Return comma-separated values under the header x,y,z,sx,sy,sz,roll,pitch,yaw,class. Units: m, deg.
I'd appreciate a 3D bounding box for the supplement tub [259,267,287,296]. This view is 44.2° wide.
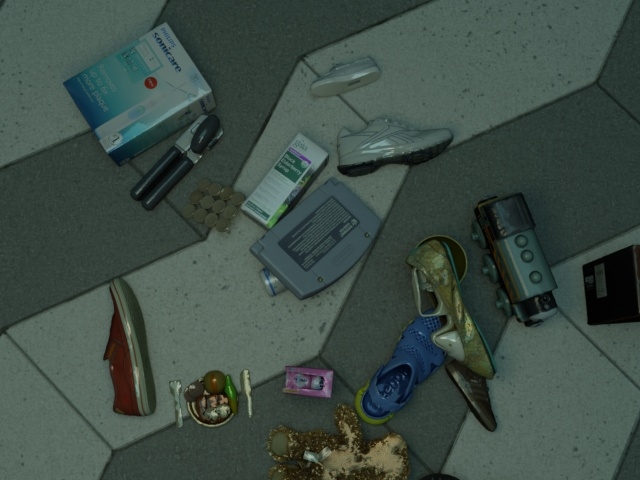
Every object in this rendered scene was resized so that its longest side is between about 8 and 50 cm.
x,y,z,sx,sy,sz,roll,pitch,yaw,class
-0.087,0.084,1.898,0.107,0.071,0.071,-25,82,-5,supplement tub

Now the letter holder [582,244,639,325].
x,y,z,sx,sy,sz,roll,pitch,yaw,class
0.757,0.104,1.791,0.215,0.302,0.151,-2,80,-2,letter holder

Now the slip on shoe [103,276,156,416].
x,y,z,sx,sy,sz,roll,pitch,yaw,class
-0.462,0.250,1.844,0.101,0.123,0.331,-10,85,1,slip on shoe

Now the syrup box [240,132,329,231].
x,y,z,sx,sy,sz,roll,pitch,yaw,class
-0.085,-0.138,1.923,0.093,0.096,0.236,36,83,5,syrup box

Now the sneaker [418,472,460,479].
x,y,z,sx,sy,sz,roll,pitch,yaw,class
0.355,0.614,1.798,0.286,0.130,0.109,14,73,24,sneaker

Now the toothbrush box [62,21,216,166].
x,y,z,sx,sy,sz,roll,pitch,yaw,class
-0.438,-0.357,1.940,0.296,0.126,0.216,-32,82,-7,toothbrush box

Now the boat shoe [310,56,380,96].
x,y,z,sx,sy,sz,roll,pitch,yaw,class
0.057,-0.418,1.992,0.184,0.066,0.063,-20,67,-2,boat shoe

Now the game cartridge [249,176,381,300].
x,y,z,sx,sy,sz,roll,pitch,yaw,class
0.000,0.000,1.878,0.198,0.062,0.297,47,61,3,game cartridge

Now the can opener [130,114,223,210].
x,y,z,sx,sy,sz,roll,pitch,yaw,class
-0.353,-0.200,1.929,0.076,0.095,0.283,41,82,6,can opener

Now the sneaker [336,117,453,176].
x,y,z,sx,sy,sz,roll,pitch,yaw,class
0.179,-0.248,1.944,0.297,0.111,0.129,-10,75,-4,sneaker

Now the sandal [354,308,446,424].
x,y,z,sx,sy,sz,roll,pitch,yaw,class
0.205,0.295,1.835,0.126,0.138,0.317,34,80,6,sandal

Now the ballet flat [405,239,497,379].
x,y,z,sx,sy,sz,roll,pitch,yaw,class
0.285,0.171,1.788,0.123,0.123,0.348,-23,95,-5,ballet flat

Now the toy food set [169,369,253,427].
x,y,z,sx,sy,sz,roll,pitch,yaw,class
-0.257,0.375,1.861,0.192,0.038,0.132,-9,81,-2,toy food set

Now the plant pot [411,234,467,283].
x,y,z,sx,sy,sz,roll,pitch,yaw,class
0.275,0.056,1.892,0.134,0.095,0.134,0,87,-3,plant pot

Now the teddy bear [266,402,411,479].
x,y,z,sx,sy,sz,roll,pitch,yaw,class
0.037,0.510,1.821,0.338,0.113,0.245,-19,75,4,teddy bear

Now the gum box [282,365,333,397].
x,y,z,sx,sy,sz,roll,pitch,yaw,class
-0.029,0.322,1.798,0.107,0.188,0.062,5,80,-1,gum box

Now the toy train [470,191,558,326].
x,y,z,sx,sy,sz,roll,pitch,yaw,class
0.457,0.042,1.853,0.142,0.190,0.333,-18,81,-3,toy train

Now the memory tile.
x,y,z,sx,sy,sz,roll,pitch,yaw,class
-0.261,-0.087,1.925,0.148,0.012,0.113,22,79,29,memory tile

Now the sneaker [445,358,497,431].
x,y,z,sx,sy,sz,roll,pitch,yaw,class
0.373,0.358,1.860,0.071,0.066,0.188,-32,83,-7,sneaker
